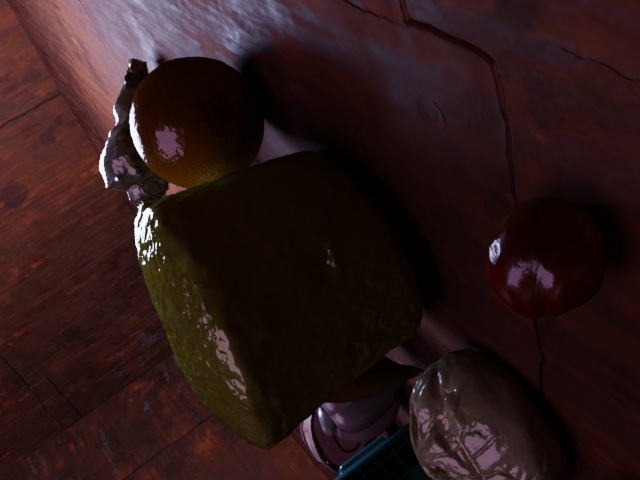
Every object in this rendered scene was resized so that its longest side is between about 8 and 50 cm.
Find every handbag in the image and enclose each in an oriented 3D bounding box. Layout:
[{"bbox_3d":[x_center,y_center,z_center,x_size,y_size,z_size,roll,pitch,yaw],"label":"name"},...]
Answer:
[{"bbox_3d":[0.054,0.403,1.669,0.205,0.179,0.116,61,172,-1],"label":"handbag"}]

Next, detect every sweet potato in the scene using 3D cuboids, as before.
[{"bbox_3d":[-0.002,0.194,1.201,0.112,0.359,0.112,-174,90,-68],"label":"sweet potato"}]

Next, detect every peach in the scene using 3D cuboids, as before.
[{"bbox_3d":[0.181,0.012,0.639,0.100,0.101,0.100,49,163,20],"label":"peach"}]

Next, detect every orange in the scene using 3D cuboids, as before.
[{"bbox_3d":[-0.175,-0.169,1.128,0.206,0.206,0.206,49,163,20],"label":"orange"}]

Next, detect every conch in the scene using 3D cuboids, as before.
[{"bbox_3d":[-0.316,-0.197,1.517,0.159,0.291,0.210,10,-175,25],"label":"conch"}]

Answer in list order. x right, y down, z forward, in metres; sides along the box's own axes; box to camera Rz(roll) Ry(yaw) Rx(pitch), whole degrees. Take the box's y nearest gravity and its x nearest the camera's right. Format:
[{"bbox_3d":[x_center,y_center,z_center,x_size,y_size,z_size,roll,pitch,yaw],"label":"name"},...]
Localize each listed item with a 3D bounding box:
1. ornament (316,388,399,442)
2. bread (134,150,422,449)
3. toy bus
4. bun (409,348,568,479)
[{"bbox_3d":[0.053,0.291,1.457,0.177,0.177,0.177,49,163,20],"label":"ornament"},{"bbox_3d":[-0.054,0.066,1.020,0.348,0.308,0.348,58,163,29],"label":"bread"},{"bbox_3d":[0.138,0.347,1.158,0.147,0.256,0.128,50,164,25],"label":"toy bus"},{"bbox_3d":[0.202,0.261,1.006,0.229,0.145,0.229,53,166,19],"label":"bun"}]
